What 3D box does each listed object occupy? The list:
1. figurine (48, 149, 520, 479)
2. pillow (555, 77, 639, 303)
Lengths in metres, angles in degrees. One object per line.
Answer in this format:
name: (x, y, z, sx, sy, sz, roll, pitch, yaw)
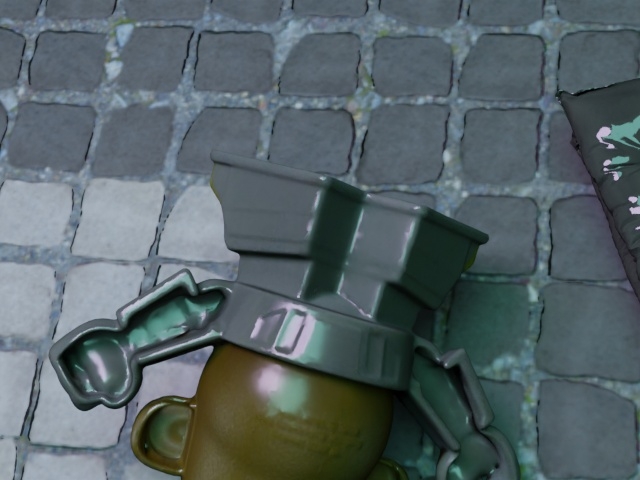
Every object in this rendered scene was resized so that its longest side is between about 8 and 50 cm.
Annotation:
figurine: (-0.014, 0.097, 0.883, 0.342, 0.167, 0.285, 14, 87, 12)
pillow: (0.345, -0.009, 0.934, 0.228, 0.101, 0.326, -18, 62, 5)
